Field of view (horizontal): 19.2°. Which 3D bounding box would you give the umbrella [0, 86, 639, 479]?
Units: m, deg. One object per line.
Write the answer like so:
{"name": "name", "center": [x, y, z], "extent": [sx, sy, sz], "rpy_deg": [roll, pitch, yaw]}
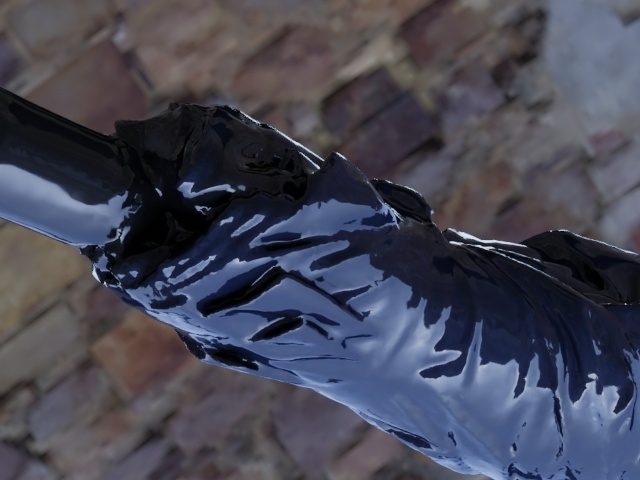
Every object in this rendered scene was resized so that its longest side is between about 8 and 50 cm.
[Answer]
{"name": "umbrella", "center": [-0.005, 0.003, 0.434], "extent": [0.071, 0.248, 0.071], "rpy_deg": [-47, -150, 38]}
